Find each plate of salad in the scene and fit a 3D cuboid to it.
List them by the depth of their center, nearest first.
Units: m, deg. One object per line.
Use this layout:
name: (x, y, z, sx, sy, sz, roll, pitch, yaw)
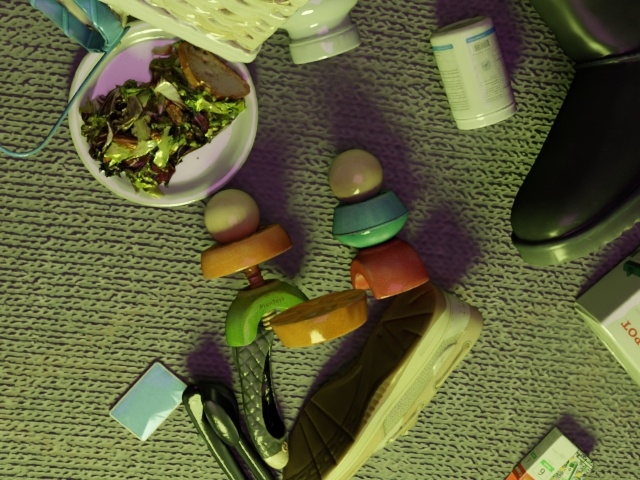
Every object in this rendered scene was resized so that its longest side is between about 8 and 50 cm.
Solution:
plate of salad: (-0.165, -0.133, 1.244, 0.200, 0.048, 0.200, -1, 98, -5)

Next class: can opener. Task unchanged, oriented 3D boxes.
can opener: (-0.102, 0.235, 1.346, 0.059, 0.073, 0.186, -18, 119, 10)

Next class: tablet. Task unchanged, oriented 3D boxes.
tablet: (-0.193, 0.182, 1.346, 0.054, 0.006, 0.083, 42, 94, -14)

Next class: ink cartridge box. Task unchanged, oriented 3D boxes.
ink cartridge box: (0.428, 0.068, 1.357, 0.219, 0.092, 0.160, -42, 105, 3)
ink cartridge box: (0.266, 0.286, 1.420, 0.063, 0.029, 0.115, 42, 95, -15)

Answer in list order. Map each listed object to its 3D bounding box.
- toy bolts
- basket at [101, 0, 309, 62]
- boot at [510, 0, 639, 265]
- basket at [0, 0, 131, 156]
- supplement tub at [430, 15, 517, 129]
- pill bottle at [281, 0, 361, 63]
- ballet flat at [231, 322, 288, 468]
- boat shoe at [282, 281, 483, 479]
toy bolts: (0.000, 0.000, 1.241, 0.228, 0.218, 0.158, -21, 98, -21)
basket: (-0.108, -0.378, 0.961, 0.331, 0.266, 0.328, 24, 74, -18)
boot: (0.223, -0.251, 1.183, 0.367, 0.146, 0.445, -43, 111, -29)
basket: (-0.293, -0.259, 1.124, 0.255, 0.201, 0.289, 38, 86, -15)
supplement tub: (0.164, -0.180, 1.273, 0.071, 0.071, 0.107, -19, 106, -3)
pill bottle: (-0.018, -0.278, 1.207, 0.103, 0.103, 0.184, -18, 105, -3)
ballet flat: (-0.060, 0.176, 1.333, 0.049, 0.057, 0.173, -9, 103, 15)
boat shoe: (0.069, 0.184, 1.332, 0.098, 0.109, 0.302, 26, 106, -34)
